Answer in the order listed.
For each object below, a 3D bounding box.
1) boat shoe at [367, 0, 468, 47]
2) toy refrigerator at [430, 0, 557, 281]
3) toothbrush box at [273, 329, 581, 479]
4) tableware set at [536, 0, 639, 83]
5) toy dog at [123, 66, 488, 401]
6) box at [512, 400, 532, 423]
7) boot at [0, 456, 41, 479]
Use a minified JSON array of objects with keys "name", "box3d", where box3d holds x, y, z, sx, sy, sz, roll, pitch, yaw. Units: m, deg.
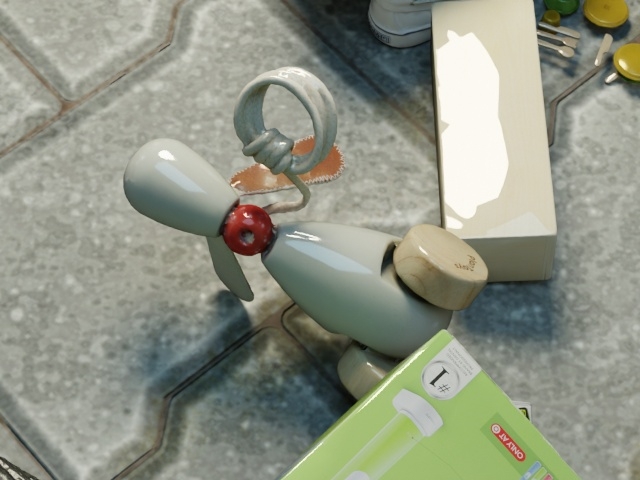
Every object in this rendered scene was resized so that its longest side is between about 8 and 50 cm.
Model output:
[{"name":"boat shoe","box3d":[0.164,-0.283,1.774,0.258,0.084,0.095,-34,68,-20]},{"name":"toy refrigerator","box3d":[0.162,-0.095,1.666,0.102,0.094,0.269,-3,59,1]},{"name":"toothbrush box","box3d":[0.054,0.243,1.354,0.206,0.122,0.283,47,62,3]},{"name":"tableware set","box3d":[0.294,-0.208,1.779,0.154,0.024,0.104,19,58,8]},{"name":"toy dog","box3d":[0.000,0.000,1.555,0.220,0.161,0.333,-37,99,18]},{"name":"box","box3d":[0.125,0.235,1.473,0.114,0.036,0.207,7,67,-19]},{"name":"boot","box3d":[-0.234,0.350,1.357,0.260,0.131,0.348,22,50,1]}]
